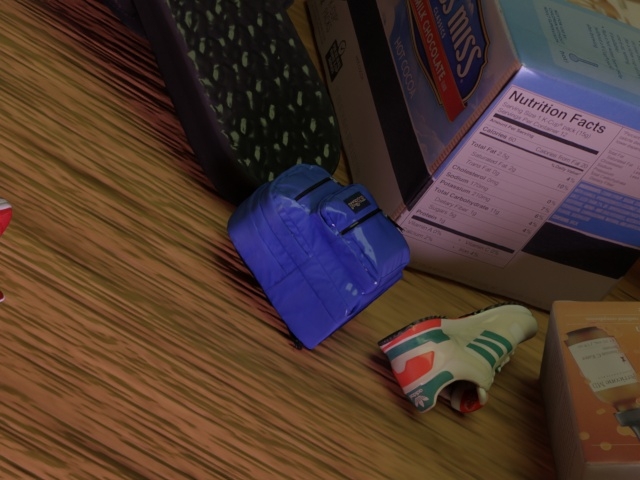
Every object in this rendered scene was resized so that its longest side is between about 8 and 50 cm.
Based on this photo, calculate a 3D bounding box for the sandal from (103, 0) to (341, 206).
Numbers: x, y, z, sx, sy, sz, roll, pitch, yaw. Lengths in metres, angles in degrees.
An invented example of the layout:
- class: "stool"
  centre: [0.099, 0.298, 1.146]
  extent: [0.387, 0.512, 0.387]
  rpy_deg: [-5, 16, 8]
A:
- class: "sandal"
  centre: [-0.128, -0.225, 1.499]
  extent: [0.168, 0.107, 0.445]
  rpy_deg: [-15, 82, -43]

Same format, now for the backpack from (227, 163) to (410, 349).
- class: "backpack"
  centre: [0.000, 0.000, 1.393]
  extent: [0.120, 0.101, 0.098]
  rpy_deg: [51, 30, 5]

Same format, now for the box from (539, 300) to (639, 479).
- class: "box"
  centre: [0.245, 0.135, 1.422]
  extent: [0.130, 0.091, 0.170]
  rpy_deg: [0, 42, -4]

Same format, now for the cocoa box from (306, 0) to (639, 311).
- class: "cocoa box"
  centre: [0.162, -0.151, 1.598]
  extent: [0.231, 0.228, 0.347]
  rpy_deg: [16, 40, -27]

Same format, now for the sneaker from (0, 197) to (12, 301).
- class: "sneaker"
  centre: [-0.225, 0.021, 1.231]
  extent: [0.067, 0.042, 0.118]
  rpy_deg: [36, 42, 6]

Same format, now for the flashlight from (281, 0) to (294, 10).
- class: "flashlight"
  centre: [-0.025, -0.291, 1.718]
  extent: [0.103, 0.103, 0.304]
  rpy_deg: [5, 26, 17]

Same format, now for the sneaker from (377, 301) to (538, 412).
- class: "sneaker"
  centre: [0.115, 0.096, 1.439]
  extent: [0.161, 0.057, 0.075]
  rpy_deg: [-6, 70, -46]
